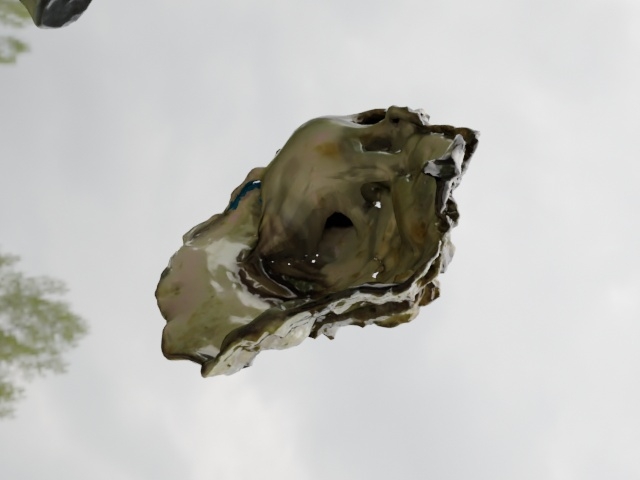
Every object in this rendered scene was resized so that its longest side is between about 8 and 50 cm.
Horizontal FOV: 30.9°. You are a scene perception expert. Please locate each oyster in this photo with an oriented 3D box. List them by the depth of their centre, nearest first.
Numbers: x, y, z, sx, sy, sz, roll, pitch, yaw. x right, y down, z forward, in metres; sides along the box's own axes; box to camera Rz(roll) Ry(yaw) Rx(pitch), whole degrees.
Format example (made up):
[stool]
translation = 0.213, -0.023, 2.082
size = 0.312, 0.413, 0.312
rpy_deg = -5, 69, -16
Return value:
[oyster]
translation = 0.000, 0.000, 0.703
size = 0.083, 0.222, 0.214
rpy_deg = 60, -1, -24

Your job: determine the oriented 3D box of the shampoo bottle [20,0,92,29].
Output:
[shampoo bottle]
translation = -0.228, -0.234, 0.663
size = 0.309, 0.071, 0.098
rpy_deg = 50, -63, 21
